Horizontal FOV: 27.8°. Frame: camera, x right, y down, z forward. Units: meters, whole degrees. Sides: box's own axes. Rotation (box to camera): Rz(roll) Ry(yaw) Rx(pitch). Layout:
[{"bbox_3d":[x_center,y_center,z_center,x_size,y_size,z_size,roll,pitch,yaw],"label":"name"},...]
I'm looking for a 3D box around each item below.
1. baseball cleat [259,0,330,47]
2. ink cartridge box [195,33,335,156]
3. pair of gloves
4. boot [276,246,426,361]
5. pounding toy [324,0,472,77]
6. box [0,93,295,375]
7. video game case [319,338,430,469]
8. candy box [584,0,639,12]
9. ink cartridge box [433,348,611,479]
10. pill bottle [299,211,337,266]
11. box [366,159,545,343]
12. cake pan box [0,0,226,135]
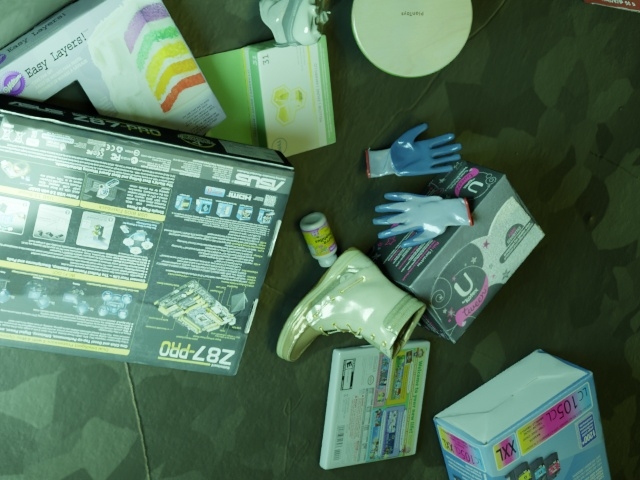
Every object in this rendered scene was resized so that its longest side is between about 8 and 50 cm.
[{"bbox_3d":[-0.035,-0.374,1.859,0.072,0.110,0.205,45,48,-55],"label":"baseball cleat"},{"bbox_3d":[-0.094,-0.199,1.890,0.235,0.056,0.171,-19,116,-30],"label":"ink cartridge box"},{"bbox_3d":[0.153,-0.088,2.040,0.159,0.023,0.198,-9,75,-1],"label":"pair of gloves"},{"bbox_3d":[0.046,0.137,2.019,0.213,0.165,0.077,-52,160,2],"label":"boot"},{"bbox_3d":[0.108,-0.355,1.961,0.237,0.110,0.182,25,99,-10],"label":"pounding toy"},{"bbox_3d":[-0.263,0.002,1.706,0.395,0.097,0.318,9,107,-20],"label":"box"},{"bbox_3d":[0.093,0.277,2.200,0.193,0.023,0.212,-3,107,-34],"label":"video game case"},{"bbox_3d":[0.607,-0.503,2.184,0.316,0.183,0.087,-36,123,-20],"label":"candy box"},{"bbox_3d":[0.390,0.439,2.384,0.270,0.151,0.395,-29,122,-23],"label":"ink cartridge box"},{"bbox_3d":[0.000,0.000,2.027,0.043,0.043,0.083,-35,122,-20],"label":"pill bottle"},{"bbox_3d":[0.221,0.015,2.123,0.247,0.142,0.163,-48,126,-11],"label":"box"},{"bbox_3d":[-0.293,-0.194,1.737,0.267,0.070,0.245,-35,121,-13],"label":"cake pan box"}]
